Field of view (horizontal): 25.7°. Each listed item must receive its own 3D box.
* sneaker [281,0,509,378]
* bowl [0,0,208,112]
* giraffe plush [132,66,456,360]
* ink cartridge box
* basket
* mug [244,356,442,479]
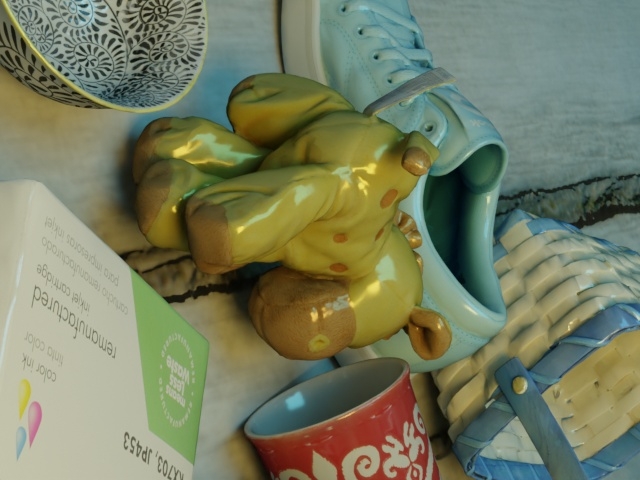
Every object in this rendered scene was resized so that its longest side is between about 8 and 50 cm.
[{"bbox_3d":[0.074,-0.081,1.037,0.135,0.150,0.366,9,67,-50],"label":"sneaker"},{"bbox_3d":[-0.154,-0.144,0.836,0.170,0.080,0.170,24,57,-43],"label":"bowl"},{"bbox_3d":[0.000,0.000,0.892,0.181,0.210,0.170,-108,-177,-57],"label":"giraffe plush"},{"bbox_3d":[-0.152,0.176,0.597,0.207,0.119,0.353,53,38,-61],"label":"ink cartridge box"},{"bbox_3d":[0.221,0.131,1.059,0.254,0.201,0.289,19,29,-46],"label":"basket"},{"bbox_3d":[0.044,0.169,0.923,0.150,0.113,0.169,-32,103,-50],"label":"mug"}]
